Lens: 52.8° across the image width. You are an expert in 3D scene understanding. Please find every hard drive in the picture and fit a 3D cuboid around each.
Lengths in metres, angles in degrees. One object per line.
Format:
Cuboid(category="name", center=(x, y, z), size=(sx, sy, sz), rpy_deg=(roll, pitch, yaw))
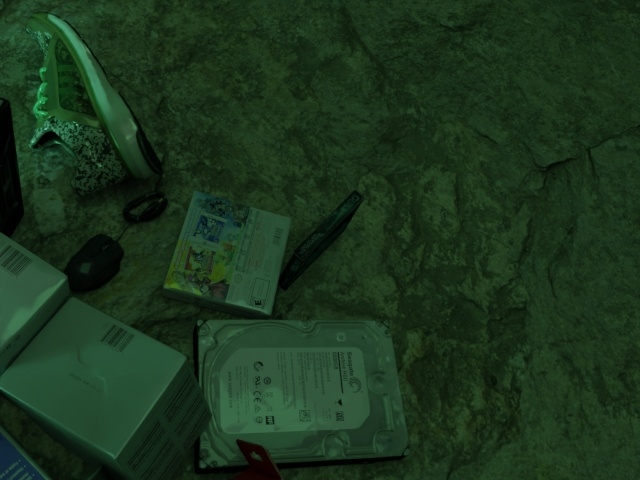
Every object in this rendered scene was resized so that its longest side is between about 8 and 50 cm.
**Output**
Cuboid(category="hard drive", center=(-0.034, 0.246, 1.051), size=(0.339, 0.064, 0.237), rpy_deg=(4, 61, -17))

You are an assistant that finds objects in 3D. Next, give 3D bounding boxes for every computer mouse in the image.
Cuboid(category="computer mouse", center=(-0.345, -0.008, 1.104), size=(0.071, 0.041, 0.242), rpy_deg=(32, 56, 2))

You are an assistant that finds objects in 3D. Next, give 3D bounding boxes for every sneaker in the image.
Cuboid(category="sneaker", center=(-0.458, -0.244, 1.153), size=(0.182, 0.158, 0.410), rpy_deg=(-33, 70, -12))

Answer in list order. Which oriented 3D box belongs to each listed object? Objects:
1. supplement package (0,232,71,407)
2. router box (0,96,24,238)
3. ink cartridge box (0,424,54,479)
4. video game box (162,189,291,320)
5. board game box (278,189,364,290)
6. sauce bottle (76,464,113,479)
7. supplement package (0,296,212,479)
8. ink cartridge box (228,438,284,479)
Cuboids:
Cuboid(category="supplement package", center=(-0.437, 0.111, 0.885), size=(0.139, 0.244, 0.134), rpy_deg=(33, 58, 1))
Cuboid(category="router box", center=(-0.515, -0.031, 0.902), size=(0.081, 0.309, 0.243), rpy_deg=(20, 57, -9))
Cuboid(category="ink cartridge box", center=(-0.446, 0.362, 0.849), size=(0.371, 0.069, 0.176), rpy_deg=(41, 57, 10))
Cuboid(category="video game box", center=(-0.161, 0.027, 1.141), size=(0.187, 0.048, 0.205), rpy_deg=(18, 57, -10))
Cuboid(category="board game box", center=(0.000, 0.000, 1.162), size=(0.026, 0.126, 0.186), rpy_deg=(40, 58, 6))
Cuboid(category="sauce bottle", center=(-0.199, 0.437, 0.811), size=(0.111, 0.111, 0.344), rpy_deg=(-38, 94, -31))
Cuboid(category="supplement package", center=(-0.278, 0.218, 0.871), size=(0.194, 0.203, 0.149), rpy_deg=(24, 58, 17))
Cuboid(category="ink cartridge box", center=(-0.074, 0.394, 0.874), size=(0.078, 0.134, 0.231), rpy_deg=(-27, 90, -28))
